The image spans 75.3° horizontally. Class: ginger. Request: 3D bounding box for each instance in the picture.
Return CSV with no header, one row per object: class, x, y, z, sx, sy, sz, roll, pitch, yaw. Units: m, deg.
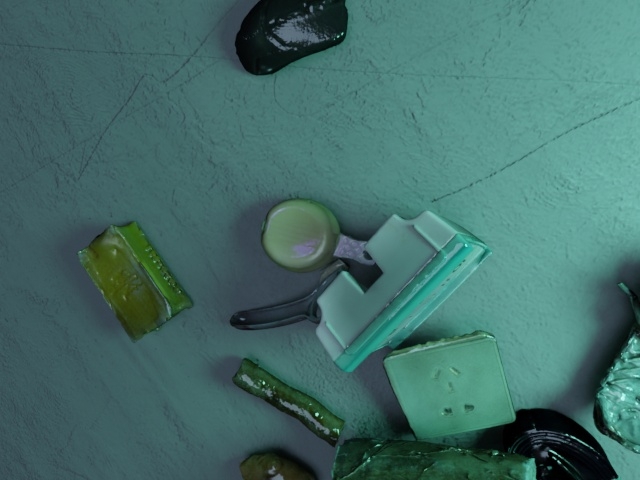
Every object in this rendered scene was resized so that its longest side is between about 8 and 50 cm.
ginger,-0.085,0.508,0.884,0.190,0.069,0.095,24,100,10

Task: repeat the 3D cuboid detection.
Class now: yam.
yam,-0.063,0.329,0.851,0.253,0.061,0.061,30,106,7
yam,0.179,0.455,0.690,0.348,0.241,0.240,-12,97,27

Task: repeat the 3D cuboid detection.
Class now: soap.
soap,-0.398,0.087,0.887,0.135,0.076,0.233,-34,91,19

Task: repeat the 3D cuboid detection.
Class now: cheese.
cheese,0.000,0.000,0.748,0.228,0.064,0.137,15,90,23

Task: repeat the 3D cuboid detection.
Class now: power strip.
power strip,0.231,0.255,0.757,0.199,0.064,0.213,-16,109,15

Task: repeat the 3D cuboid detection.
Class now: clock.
clock,0.132,0.071,0.672,0.262,0.231,0.116,-49,65,18

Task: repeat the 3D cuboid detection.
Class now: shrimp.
shrimp,0.539,0.125,0.613,0.222,0.166,0.410,25,117,7

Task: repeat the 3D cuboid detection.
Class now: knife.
knife,-0.070,0.143,0.791,0.278,0.123,0.053,-22,120,35

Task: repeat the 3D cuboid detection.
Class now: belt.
belt,0.418,0.396,0.726,0.198,0.078,0.151,37,108,8

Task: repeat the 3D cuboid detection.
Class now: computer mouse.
computer mouse,-0.058,-0.368,0.715,0.217,0.073,0.121,-19,94,16

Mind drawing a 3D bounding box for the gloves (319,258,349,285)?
gloves,0.026,0.058,0.794,0.044,0.037,0.081,48,115,37
